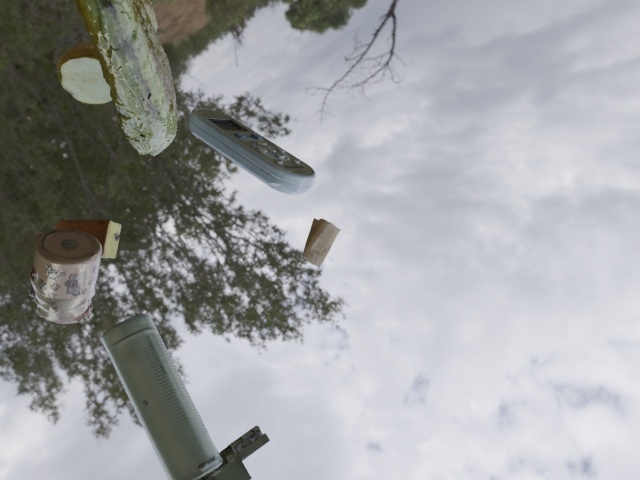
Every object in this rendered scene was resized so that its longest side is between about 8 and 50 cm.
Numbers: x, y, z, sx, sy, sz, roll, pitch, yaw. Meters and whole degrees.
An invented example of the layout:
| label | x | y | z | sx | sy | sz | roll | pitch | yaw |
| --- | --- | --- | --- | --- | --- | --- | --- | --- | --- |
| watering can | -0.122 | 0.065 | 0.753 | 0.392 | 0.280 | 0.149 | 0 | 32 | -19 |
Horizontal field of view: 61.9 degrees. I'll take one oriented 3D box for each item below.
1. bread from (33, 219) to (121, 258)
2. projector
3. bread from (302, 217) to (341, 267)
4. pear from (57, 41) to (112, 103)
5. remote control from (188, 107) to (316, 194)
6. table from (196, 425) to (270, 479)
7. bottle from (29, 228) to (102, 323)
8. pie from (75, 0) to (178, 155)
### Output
| label | x | y | z | sx | sy | sz | roll | pitch | yaw |
| --- | --- | --- | --- | --- | --- | --- | --- | --- | --- |
| bread | -0.560 | -0.003 | 1.224 | 0.226 | 0.049 | 0.087 | 2 | -98 | 25 |
| projector | -0.316 | 0.314 | 1.062 | 0.108 | 0.337 | 0.108 | -29 | 168 | -7 |
| bread | -0.011 | 0.006 | 1.705 | 0.152 | 0.077 | 0.105 | -58 | -162 | -11 |
| pear | -0.484 | -0.367 | 1.138 | 0.141 | 0.141 | 0.103 | -24 | -124 | 18 |
| remote control | -0.110 | -0.138 | 0.821 | 0.244 | 0.047 | 0.087 | 35 | -151 | 26 |
| table | -0.186 | 0.482 | 1.151 | 0.175 | 0.062 | 0.146 | -30 | 176 | -19 |
| bottle | -0.393 | 0.066 | 0.816 | 0.098 | 0.099 | 0.152 | -82 | -168 | -59 |
| pie | -0.241 | -0.268 | 0.657 | 0.071 | 0.322 | 0.323 | -12 | -156 | -6 |
